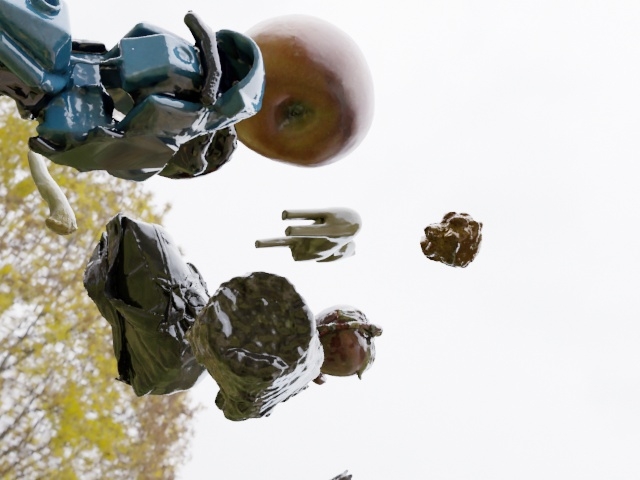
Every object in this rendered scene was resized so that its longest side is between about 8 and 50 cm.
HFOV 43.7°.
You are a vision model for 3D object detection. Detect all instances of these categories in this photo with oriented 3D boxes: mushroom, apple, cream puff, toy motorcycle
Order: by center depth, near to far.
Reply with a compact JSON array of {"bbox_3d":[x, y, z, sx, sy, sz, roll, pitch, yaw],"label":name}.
[{"bbox_3d":[-0.226,-0.193,0.904,0.232,0.172,0.416,-34,-37,30],"label":"toy motorcycle"},{"bbox_3d":[-0.037,-0.227,1.254,0.254,0.253,0.253,9,-43,8],"label":"apple"},{"bbox_3d":[0.243,-0.002,1.493,0.094,0.122,0.116,34,-21,44],"label":"cream puff"},{"bbox_3d":[-0.519,-0.093,1.519,0.054,0.202,0.059,-23,-23,-15],"label":"mushroom"}]

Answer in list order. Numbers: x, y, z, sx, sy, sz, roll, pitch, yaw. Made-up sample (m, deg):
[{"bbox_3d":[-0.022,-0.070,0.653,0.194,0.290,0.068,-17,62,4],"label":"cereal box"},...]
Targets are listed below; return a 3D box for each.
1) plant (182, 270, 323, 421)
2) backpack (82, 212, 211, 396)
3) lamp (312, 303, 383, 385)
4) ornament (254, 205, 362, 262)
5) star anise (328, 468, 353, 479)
[{"bbox_3d":[-0.103,0.169,1.278,0.188,0.199,0.276,50,-20,18],"label":"plant"},{"bbox_3d":[-0.422,0.151,1.962,0.255,0.445,0.363,-11,-26,-40],"label":"backpack"},{"bbox_3d":[0.027,0.211,1.648,0.223,0.151,0.215,2,-30,21],"label":"lamp"},{"bbox_3d":[0.000,0.000,1.549,0.245,0.061,0.230,-2,-21,-30],"label":"ornament"},{"bbox_3d":[0.030,0.486,1.365,0.061,0.204,0.180,-2,-67,-1],"label":"star anise"}]
